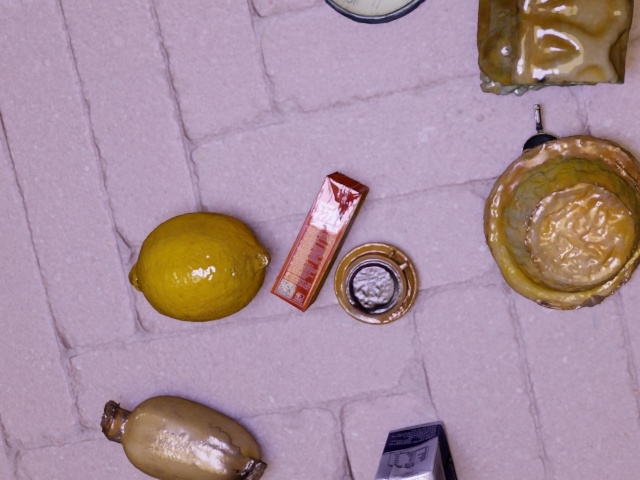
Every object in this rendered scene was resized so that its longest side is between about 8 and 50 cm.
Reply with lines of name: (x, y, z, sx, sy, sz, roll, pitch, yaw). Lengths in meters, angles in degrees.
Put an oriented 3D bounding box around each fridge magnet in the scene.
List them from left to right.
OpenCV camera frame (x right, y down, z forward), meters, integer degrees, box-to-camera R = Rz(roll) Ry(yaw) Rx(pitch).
fridge magnet: (0.092, 0.074, 1.434, 0.143, 0.063, 0.143, 1, 98, 8)

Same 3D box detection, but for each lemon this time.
lemon: (-0.201, 0.044, 1.426, 0.256, 0.188, 0.188, -6, 97, 16)

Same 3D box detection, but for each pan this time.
pan: (0.353, -0.161, 1.366, 0.068, 0.023, 0.115, -6, 100, 13)

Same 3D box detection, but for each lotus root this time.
lotus root: (-0.238, 0.359, 1.510, 0.303, 0.131, 0.146, 17, 78, 8)

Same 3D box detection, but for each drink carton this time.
drink carton: (0.000, 0.000, 1.424, 0.071, 0.096, 0.223, 28, 103, 6)
drink carton: (0.162, 0.400, 1.387, 0.102, 0.222, 0.134, -12, 96, 13)

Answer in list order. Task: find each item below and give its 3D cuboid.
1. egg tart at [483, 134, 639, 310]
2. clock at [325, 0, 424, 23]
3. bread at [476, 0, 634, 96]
egg tart: (0.391, -0.018, 1.327, 0.288, 0.118, 0.288, 1, 109, 4)
clock: (0.086, -0.463, 1.363, 0.226, 0.049, 0.226, 1, 97, 11)
bread: (0.340, -0.344, 1.254, 0.196, 0.238, 0.252, -6, 93, -25)
